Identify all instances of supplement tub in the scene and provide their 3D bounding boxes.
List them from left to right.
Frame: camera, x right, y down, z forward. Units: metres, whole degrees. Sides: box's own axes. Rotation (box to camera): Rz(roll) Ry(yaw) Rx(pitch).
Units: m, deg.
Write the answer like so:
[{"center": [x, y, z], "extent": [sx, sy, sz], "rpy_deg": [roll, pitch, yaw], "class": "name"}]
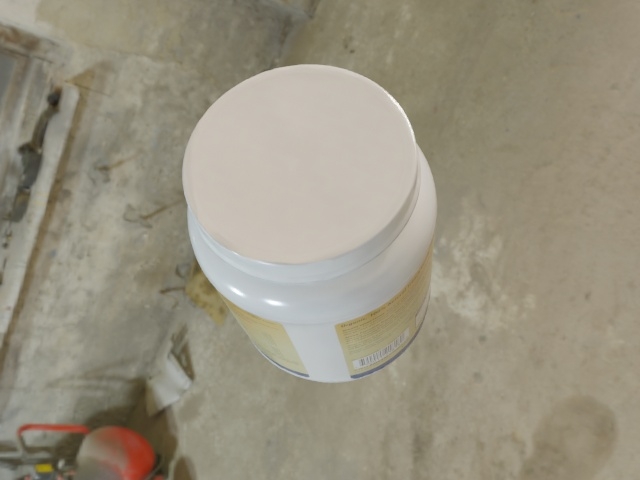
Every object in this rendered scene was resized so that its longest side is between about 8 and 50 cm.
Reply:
[{"center": [0.000, 0.000, 0.687], "extent": [0.229, 0.316, 0.228], "rpy_deg": [-3, 64, 6], "class": "supplement tub"}]
